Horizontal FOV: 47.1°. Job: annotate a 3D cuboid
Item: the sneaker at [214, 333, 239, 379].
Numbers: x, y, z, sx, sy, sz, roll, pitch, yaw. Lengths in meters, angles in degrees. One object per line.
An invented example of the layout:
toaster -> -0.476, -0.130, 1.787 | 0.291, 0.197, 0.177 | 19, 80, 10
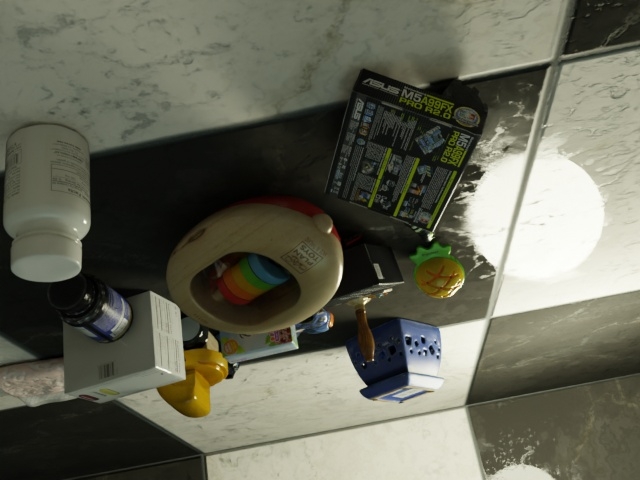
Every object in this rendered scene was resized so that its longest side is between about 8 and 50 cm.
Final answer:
sneaker -> -0.277, 0.350, 2.218 | 0.081, 0.090, 0.232 | -7, 154, -7

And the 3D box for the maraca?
maraca -> 0.295, 0.075, 1.864 | 0.127, 0.099, 0.185 | -18, 127, 12

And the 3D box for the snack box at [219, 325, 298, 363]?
snack box -> -0.157, 0.175, 1.771 | 0.175, 0.207, 0.070 | -13, 154, 7

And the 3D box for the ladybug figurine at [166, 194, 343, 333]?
ladybug figurine -> -0.127, 0.040, 1.502 | 0.449, 0.162, 0.305 | -28, 122, 38

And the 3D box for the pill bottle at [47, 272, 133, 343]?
pill bottle -> -0.528, 0.150, 1.685 | 0.123, 0.122, 0.219 | -13, 154, 6

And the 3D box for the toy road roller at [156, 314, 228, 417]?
toy road roller -> -0.416, 0.362, 2.001 | 0.330, 0.240, 0.202 | -12, 146, 8

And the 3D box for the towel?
towel -> -0.794, 0.426, 2.236 | 0.332, 0.053, 0.317 | -10, 154, -3

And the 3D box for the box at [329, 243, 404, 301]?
box -> 0.068, 0.084, 1.696 | 0.184, 0.103, 0.261 | -23, 171, 15

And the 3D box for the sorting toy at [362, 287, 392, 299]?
sorting toy -> 0.145, 0.132, 1.796 | 0.062, 0.012, 0.083 | -22, 171, 25

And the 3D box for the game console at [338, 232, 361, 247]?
game console -> 0.000, 0.000, 1.692 | 0.144, 0.085, 0.124 | -31, 178, 38

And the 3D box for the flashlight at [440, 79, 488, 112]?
flashlight -> 0.194, -0.165, 1.339 | 0.103, 0.103, 0.304 | 29, 143, -1

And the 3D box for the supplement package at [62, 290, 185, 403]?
supplement package -> -0.496, 0.274, 1.855 | 0.262, 0.204, 0.145 | -18, 154, 16

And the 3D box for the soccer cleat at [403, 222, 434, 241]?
soccer cleat -> 0.209, -0.051, 1.622 | 0.072, 0.060, 0.179 | -7, 149, 16

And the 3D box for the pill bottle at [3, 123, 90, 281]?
pill bottle -> -0.434, -0.057, 1.170 | 0.131, 0.229, 0.131 | -8, 154, -4

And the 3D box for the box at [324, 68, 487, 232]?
box -> 0.135, -0.144, 1.255 | 0.216, 0.060, 0.270 | 19, 145, 3

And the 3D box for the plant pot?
plant pot -> 0.251, 0.398, 2.370 | 0.236, 0.212, 0.236 | -29, 147, 35

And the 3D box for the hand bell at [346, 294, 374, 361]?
hand bell -> 0.104, 0.189, 1.852 | 0.126, 0.242, 0.126 | -9, 154, -4

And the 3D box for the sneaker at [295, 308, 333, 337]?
sneaker -> -0.079, 0.231, 2.081 | 0.221, 0.083, 0.087 | -21, 139, 10
